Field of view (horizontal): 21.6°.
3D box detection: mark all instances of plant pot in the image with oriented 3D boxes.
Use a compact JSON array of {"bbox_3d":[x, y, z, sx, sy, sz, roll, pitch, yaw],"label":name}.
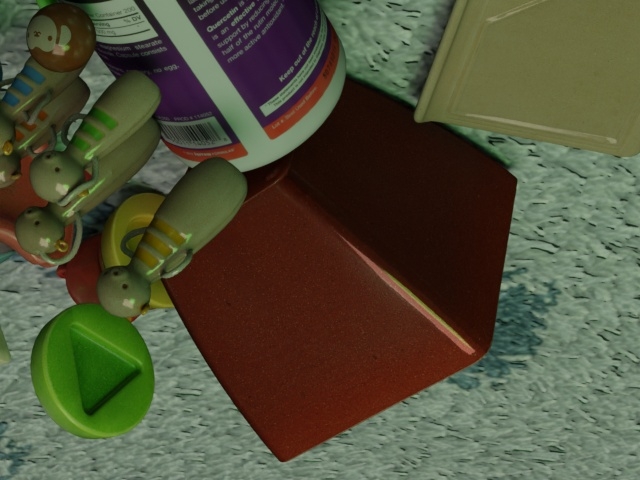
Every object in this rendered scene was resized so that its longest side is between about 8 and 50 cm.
[{"bbox_3d":[0.000,0.000,1.586,0.267,0.267,0.236,-31,116,33],"label":"plant pot"}]

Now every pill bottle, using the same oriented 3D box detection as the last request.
[{"bbox_3d":[-0.118,-0.216,1.383,0.181,0.181,0.323,-15,135,20],"label":"pill bottle"}]

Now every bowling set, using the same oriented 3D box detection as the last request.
[{"bbox_3d":[-0.218,-0.085,1.342,0.287,0.154,0.200,29,161,42],"label":"bowling set"}]

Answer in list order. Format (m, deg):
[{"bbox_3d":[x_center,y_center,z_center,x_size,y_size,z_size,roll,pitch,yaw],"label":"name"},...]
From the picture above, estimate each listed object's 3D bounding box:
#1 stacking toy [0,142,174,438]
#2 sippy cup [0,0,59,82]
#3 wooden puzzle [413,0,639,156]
[{"bbox_3d":[-0.282,0.050,1.637,0.309,0.279,0.130,33,142,-31],"label":"stacking toy"},{"bbox_3d":[-0.386,-0.181,1.423,0.305,0.240,0.224,24,160,28],"label":"sippy cup"},{"bbox_3d":[0.222,-0.175,1.521,0.238,0.044,0.221,7,139,-11],"label":"wooden puzzle"}]
